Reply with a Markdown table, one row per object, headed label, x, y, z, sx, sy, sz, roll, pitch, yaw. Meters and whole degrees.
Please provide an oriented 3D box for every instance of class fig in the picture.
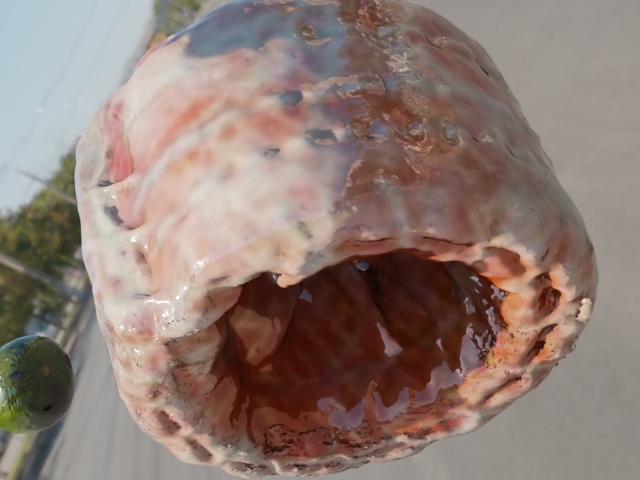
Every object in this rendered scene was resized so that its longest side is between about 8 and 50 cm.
| label | x | y | z | sx | sy | sz | roll | pitch | yaw |
| --- | --- | --- | --- | --- | --- | --- | --- | --- | --- |
| fig | -0.395 | 0.197 | 1.669 | 0.156 | 0.123 | 0.123 | -29 | 31 | 43 |

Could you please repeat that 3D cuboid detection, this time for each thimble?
| label | x | y | z | sx | sy | sz | roll | pitch | yaw |
| --- | --- | --- | --- | --- | --- | --- | --- | --- | --- |
| thimble | 0.000 | 0.000 | 0.628 | 0.239 | 0.239 | 0.162 | -56 | 36 | 40 |
